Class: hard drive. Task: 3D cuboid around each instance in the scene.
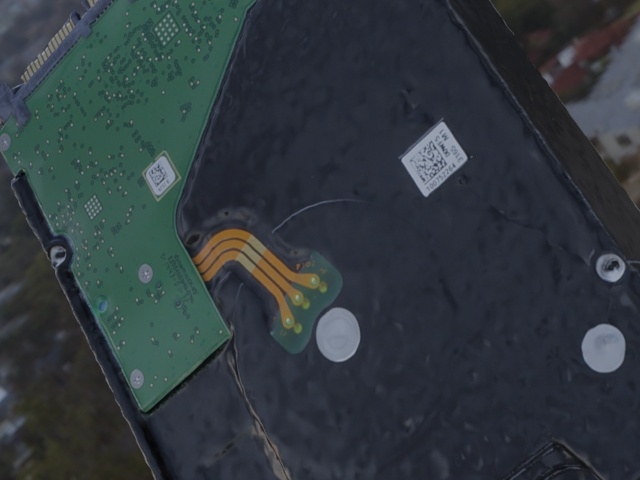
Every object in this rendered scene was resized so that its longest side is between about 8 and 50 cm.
[{"bbox_3d":[0.000,0.000,0.628,0.237,0.339,0.064,-43,-27,24],"label":"hard drive"}]
